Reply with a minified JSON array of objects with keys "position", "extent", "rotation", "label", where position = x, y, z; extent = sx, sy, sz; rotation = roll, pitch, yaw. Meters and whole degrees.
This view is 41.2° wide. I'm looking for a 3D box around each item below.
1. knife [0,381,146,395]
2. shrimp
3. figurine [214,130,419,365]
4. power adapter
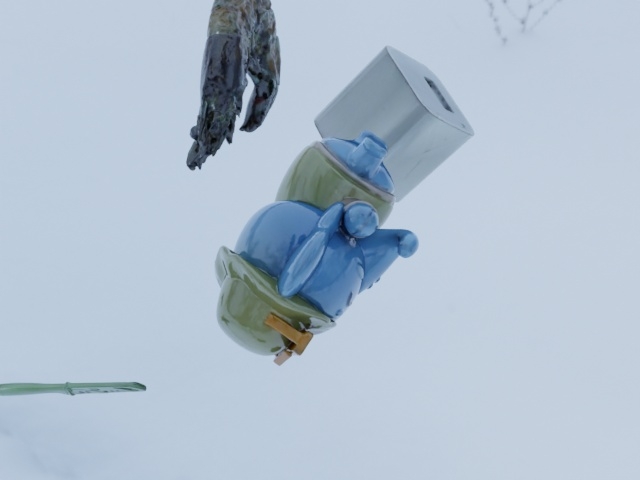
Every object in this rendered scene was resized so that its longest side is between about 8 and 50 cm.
[{"position":[-0.274,0.158,0.905],"extent":[0.207,0.030,0.014],"rotation":[-5,62,23],"label":"knife"},{"position":[-0.056,-0.115,0.620],"extent":[0.034,0.091,0.161],"rotation":[-3,62,33],"label":"shrimp"},{"position":[-0.003,-0.002,0.847],"extent":[0.262,0.154,0.180],"rotation":[-55,33,-6],"label":"figurine"},{"position":[0.066,-0.120,1.065],"extent":[0.125,0.205,0.130],"rotation":[13,43,-50],"label":"power adapter"}]
